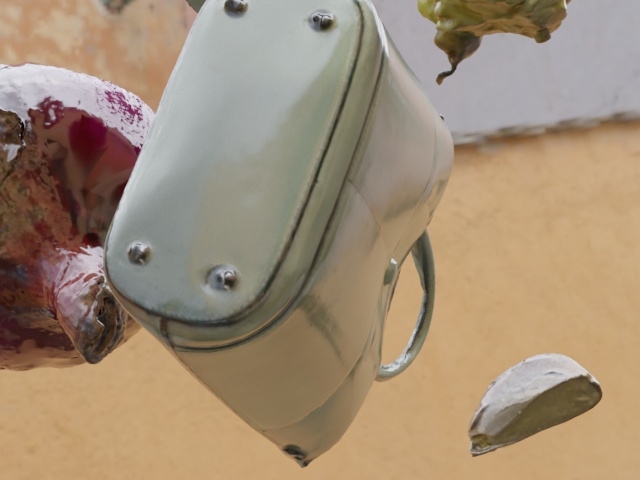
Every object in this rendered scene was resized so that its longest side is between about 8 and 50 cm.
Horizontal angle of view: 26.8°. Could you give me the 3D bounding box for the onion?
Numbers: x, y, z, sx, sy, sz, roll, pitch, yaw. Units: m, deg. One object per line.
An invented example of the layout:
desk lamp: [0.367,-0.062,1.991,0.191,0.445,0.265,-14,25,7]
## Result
onion: [-0.274,0.004,1.375,0.348,0.385,0.347,-14,-57,-22]

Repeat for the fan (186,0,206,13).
fan: [-0.136,-0.300,1.490,0.175,0.113,0.005,1,8,-1]

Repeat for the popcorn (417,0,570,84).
popcorn: [0.178,-0.275,1.461,0.168,0.173,0.195,-14,1,-44]

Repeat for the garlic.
garlic: [0.275,0.208,1.767,0.196,0.087,0.101,-27,17,17]

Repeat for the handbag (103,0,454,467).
handbag: [0.000,0.000,0.771,0.109,0.241,0.315,18,-13,20]
